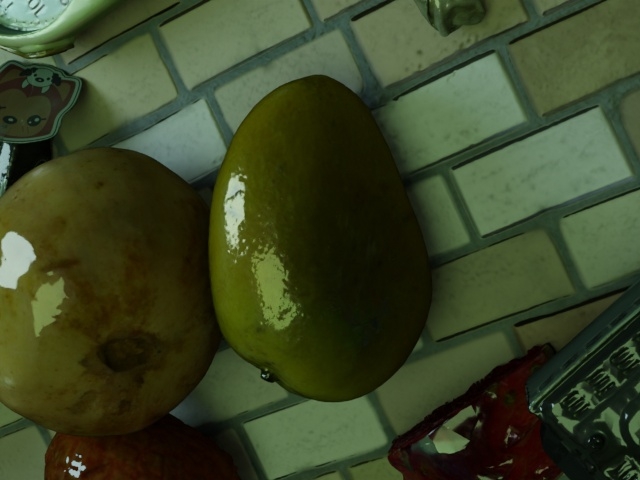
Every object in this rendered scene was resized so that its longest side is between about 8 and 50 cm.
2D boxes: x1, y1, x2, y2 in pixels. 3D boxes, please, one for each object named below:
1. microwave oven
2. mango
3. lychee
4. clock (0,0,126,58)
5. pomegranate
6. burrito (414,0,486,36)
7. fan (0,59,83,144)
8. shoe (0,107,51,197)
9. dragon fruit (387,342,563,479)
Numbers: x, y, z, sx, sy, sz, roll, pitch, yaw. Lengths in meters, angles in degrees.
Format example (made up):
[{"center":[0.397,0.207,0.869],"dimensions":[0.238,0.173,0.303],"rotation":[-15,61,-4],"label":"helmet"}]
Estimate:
[{"center":[0.411,0.203,1.170],"dimensions":[0.286,0.218,0.355],"rotation":[-42,85,7],"label":"microwave oven"},{"center":[0.000,0.000,1.316],"dimensions":[0.182,0.252,0.365],"rotation":[14,108,63],"label":"mango"},{"center":[-0.250,0.329,1.504],"dimensions":[0.255,0.299,0.255],"rotation":[164,90,-69],"label":"lychee"},{"center":[-0.342,-0.366,1.404],"dimensions":[0.348,0.117,0.286],"rotation":[-35,91,28],"label":"clock"},{"center":[-0.272,0.055,1.410],"dimensions":[0.338,0.338,0.338],"rotation":[7,108,20],"label":"pomegranate"},{"center":[0.079,-0.338,1.272],"dimensions":[0.082,0.059,0.275],"rotation":[-33,92,13],"label":"burrito"},{"center":[-0.384,-0.141,1.451],"dimensions":[0.132,0.220,0.009],"rotation":[16,145,15],"label":"fan"},{"center":[-0.447,-0.050,1.547],"dimensions":[0.149,0.109,0.293],"rotation":[21,112,16],"label":"shoe"},{"center":[0.202,0.250,1.363],"dimensions":[0.274,0.126,0.161],"rotation":[-38,89,28],"label":"dragon fruit"}]
